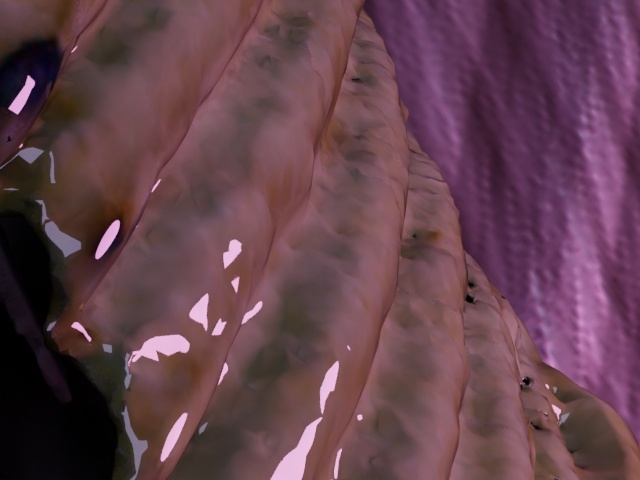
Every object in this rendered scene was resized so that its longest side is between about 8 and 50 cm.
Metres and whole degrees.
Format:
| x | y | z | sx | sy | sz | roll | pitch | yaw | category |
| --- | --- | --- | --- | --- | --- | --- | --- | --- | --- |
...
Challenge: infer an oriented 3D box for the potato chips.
| x | y | z | sx | sy | sz | roll | pitch | yaw | category |
| --- | --- | --- | --- | --- | --- | --- | --- | --- | --- |
| 0.004 | -0.001 | 0.518 | 0.373 | 0.097 | 0.389 | 67 | 22 | -5 | potato chips |

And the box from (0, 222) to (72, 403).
| x | y | z | sx | sy | sz | roll | pitch | yaw | category |
| --- | --- | --- | --- | --- | --- | --- | --- | --- | --- |
| -0.234 | -0.044 | 0.495 | 0.206 | 0.291 | 0.262 | -25 | 111 | -12 | box |

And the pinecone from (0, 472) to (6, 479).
| x | y | z | sx | sy | sz | roll | pitch | yaw | category |
| --- | --- | --- | --- | --- | --- | --- | --- | --- | --- |
| -0.149 | 0.087 | 0.545 | 0.077 | 0.077 | 0.083 | -54 | 126 | -33 | pinecone |
